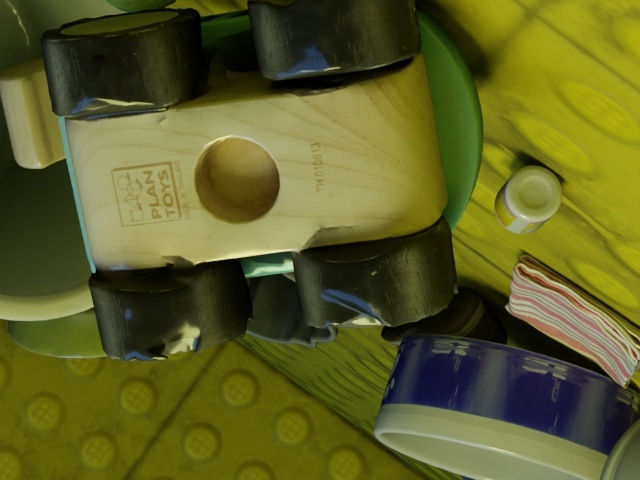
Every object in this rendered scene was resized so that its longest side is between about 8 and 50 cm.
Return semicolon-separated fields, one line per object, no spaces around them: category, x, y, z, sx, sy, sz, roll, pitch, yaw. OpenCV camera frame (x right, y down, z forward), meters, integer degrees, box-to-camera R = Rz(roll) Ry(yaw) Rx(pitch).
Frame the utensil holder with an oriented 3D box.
utensil holder;-0.338;-0.130;1.889;0.327;0.327;0.385;42;171;-33

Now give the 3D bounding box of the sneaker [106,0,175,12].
sneaker;-0.194;-0.268;1.437;0.295;0.109;0.123;27;148;38

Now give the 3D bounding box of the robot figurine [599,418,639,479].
robot figurine;0.349;0.227;1.587;0.353;0.200;0.300;164;93;-77

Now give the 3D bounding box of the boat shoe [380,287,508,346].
boat shoe;0.132;0.099;2.075;0.073;0.080;0.223;43;165;-11

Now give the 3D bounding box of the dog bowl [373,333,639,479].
dog bowl;0.193;0.184;1.967;0.265;0.104;0.265;15;167;4

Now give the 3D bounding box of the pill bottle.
pill bottle;0.157;-0.029;1.480;0.043;0.043;0.083;35;170;2

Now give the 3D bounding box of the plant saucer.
plant saucer;-0.189;0.042;1.884;0.241;0.241;0.037;22;129;53

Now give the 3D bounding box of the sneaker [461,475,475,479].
sneaker;0.243;0.283;2.507;0.236;0.130;0.323;47;174;-6

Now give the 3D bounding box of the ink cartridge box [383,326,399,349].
ink cartridge box;0.105;0.126;2.275;0.145;0.045;0.179;56;170;3

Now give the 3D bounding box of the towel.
towel;0.233;0.080;1.788;0.144;0.029;0.197;35;170;10

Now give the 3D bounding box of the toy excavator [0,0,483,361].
toy excavator;-0.082;-0.081;1.436;0.433;0.222;0.445;-7;-167;14

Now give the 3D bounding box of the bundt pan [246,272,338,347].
bundt pan;-0.107;-0.016;2.097;0.331;0.124;0.331;22;160;9
